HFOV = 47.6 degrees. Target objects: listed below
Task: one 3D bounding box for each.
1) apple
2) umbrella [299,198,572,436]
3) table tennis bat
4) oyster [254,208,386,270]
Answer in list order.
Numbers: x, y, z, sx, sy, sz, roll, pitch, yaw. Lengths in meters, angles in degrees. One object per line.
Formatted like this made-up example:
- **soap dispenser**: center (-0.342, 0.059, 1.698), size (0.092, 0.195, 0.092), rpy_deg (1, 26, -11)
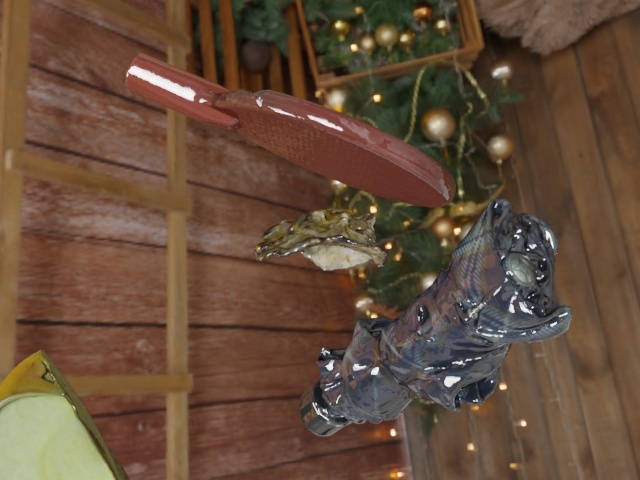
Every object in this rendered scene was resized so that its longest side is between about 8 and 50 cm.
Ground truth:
- **apple**: center (-0.387, 0.342, 1.108), size (0.179, 0.346, 0.254), rpy_deg (-16, -161, 29)
- **umbrella**: center (0.059, 0.070, 0.433), size (0.071, 0.080, 0.224), rpy_deg (27, 137, -18)
- **table tennis bat**: center (-0.034, -0.126, 0.873), size (0.415, 0.051, 0.268), rpy_deg (22, 175, 2)
- **oyster**: center (-0.003, 0.000, 0.627), size (0.105, 0.056, 0.177), rpy_deg (-5, 179, -2)
